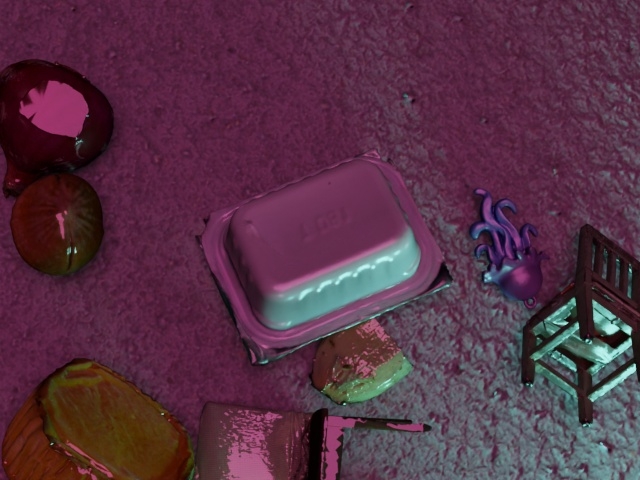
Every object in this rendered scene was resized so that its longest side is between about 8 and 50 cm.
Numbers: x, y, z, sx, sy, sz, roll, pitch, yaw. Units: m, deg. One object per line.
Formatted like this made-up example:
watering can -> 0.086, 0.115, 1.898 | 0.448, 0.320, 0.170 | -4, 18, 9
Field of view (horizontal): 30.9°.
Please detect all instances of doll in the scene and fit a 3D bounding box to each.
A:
doll -> 0.290, 0.010, 1.801 | 0.110, 0.067, 0.206 | -22, 88, 1

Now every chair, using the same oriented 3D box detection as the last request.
chair -> -0.018, 0.315, 1.664 | 0.319, 0.186, 0.160 | 6, 85, -7
chair -> 0.401, 0.127, 1.762 | 0.136, 0.147, 0.270 | 34, 36, -16

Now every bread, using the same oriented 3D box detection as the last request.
bread -> -0.309, 0.298, 1.622 | 0.253, 0.227, 0.142 | 42, 113, -3

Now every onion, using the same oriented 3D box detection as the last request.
onion -> -0.423, -0.162, 1.739 | 0.195, 0.140, 0.218 | 30, 82, -6

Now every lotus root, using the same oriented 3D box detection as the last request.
lotus root -> 0.055, 0.182, 1.747 | 0.143, 0.070, 0.144 | 41, 80, 3

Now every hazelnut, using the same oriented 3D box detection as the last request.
hazelnut -> -0.378, -0.025, 1.707 | 0.150, 0.150, 0.150 | 1, 80, -5

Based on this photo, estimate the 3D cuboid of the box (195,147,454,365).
box -> 0.000, 0.000, 1.727 | 0.336, 0.106, 0.264 | -23, 68, -8
